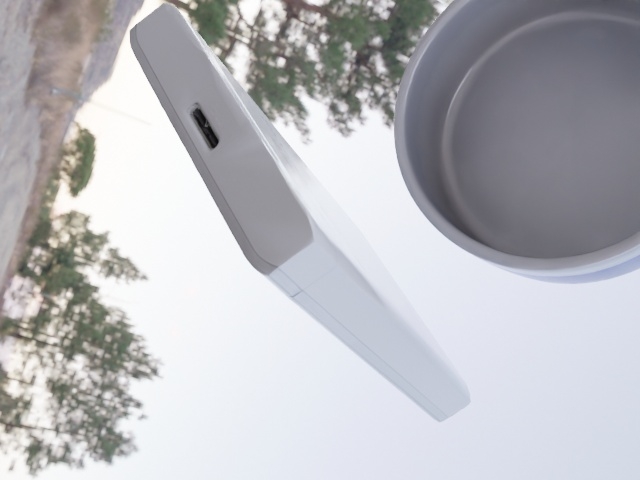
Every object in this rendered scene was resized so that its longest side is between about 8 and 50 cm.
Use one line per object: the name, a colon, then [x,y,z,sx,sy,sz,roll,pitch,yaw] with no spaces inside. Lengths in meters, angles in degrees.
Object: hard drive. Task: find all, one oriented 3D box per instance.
hard drive: [0.000,0.000,0.634,0.047,0.353,0.233,-36,-124,5]

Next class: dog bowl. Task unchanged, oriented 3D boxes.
dog bowl: [0.202,-0.097,0.682,0.265,0.104,0.265,-6,-103,26]

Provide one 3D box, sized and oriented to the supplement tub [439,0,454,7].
supplement tub: [0.210,-0.412,1.025,0.235,0.325,0.235,-49,-172,10]
